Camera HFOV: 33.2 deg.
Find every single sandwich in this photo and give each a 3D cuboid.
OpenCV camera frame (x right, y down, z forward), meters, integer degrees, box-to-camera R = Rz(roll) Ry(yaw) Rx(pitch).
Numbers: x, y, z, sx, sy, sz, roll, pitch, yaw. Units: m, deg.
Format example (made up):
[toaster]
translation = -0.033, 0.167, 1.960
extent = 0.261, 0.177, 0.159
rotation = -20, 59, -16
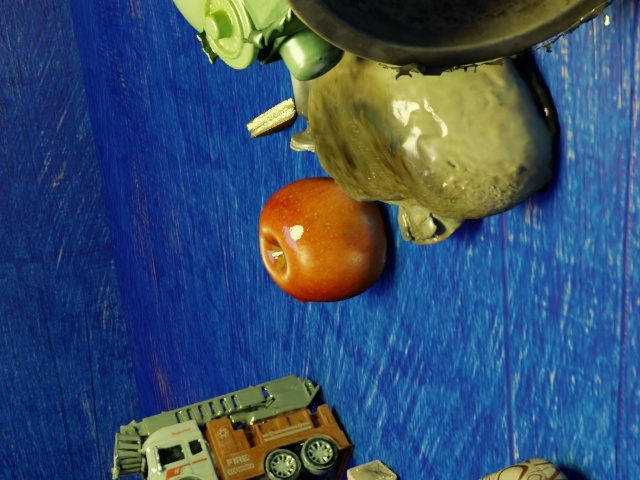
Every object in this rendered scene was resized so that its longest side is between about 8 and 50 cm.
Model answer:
[sandwich]
translation = -0.061, -0.171, 1.519
extent = 0.083, 0.044, 0.031
rotation = -24, 82, 27

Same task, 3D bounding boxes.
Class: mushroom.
[mushroom]
translation = 0.079, -0.106, 1.038
extent = 0.344, 0.130, 0.248
rotation = -146, 51, -64

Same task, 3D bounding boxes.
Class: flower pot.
[flower pot]
translation = 0.088, -0.296, 0.748
extent = 0.290, 0.290, 0.259
rotation = 103, 163, -51

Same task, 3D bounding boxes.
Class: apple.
[apple]
translation = 0.000, 0.000, 1.305
extent = 0.163, 0.139, 0.163
rotation = 170, 90, -70

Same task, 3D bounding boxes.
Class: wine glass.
[wine glass]
translation = -0.009, -0.192, 1.321
extent = 0.072, 0.072, 0.155
rotation = -136, 37, -57

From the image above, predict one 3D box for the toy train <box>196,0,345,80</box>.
[toy train]
translation = -0.047, -0.276, 0.931
extent = 0.272, 0.159, 0.188
rotation = 62, 150, 7

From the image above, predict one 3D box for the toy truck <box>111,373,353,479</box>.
[toy truck]
translation = -0.139, 0.317, 1.586
extent = 0.133, 0.338, 0.184
rotation = 103, 148, -51

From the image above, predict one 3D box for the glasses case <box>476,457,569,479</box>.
[glasses case]
translation = 0.176, 0.314, 1.093
extent = 0.355, 0.085, 0.137
rotation = 121, 134, -64

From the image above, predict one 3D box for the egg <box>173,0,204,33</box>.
[egg]
translation = -0.070, -0.332, 1.171
extent = 0.270, 0.220, 0.220
rotation = 94, 155, -49

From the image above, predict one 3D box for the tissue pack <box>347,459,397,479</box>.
[tissue pack]
translation = 0.073, 0.352, 1.441
extent = 0.074, 0.058, 0.094
rotation = -154, 54, -68
